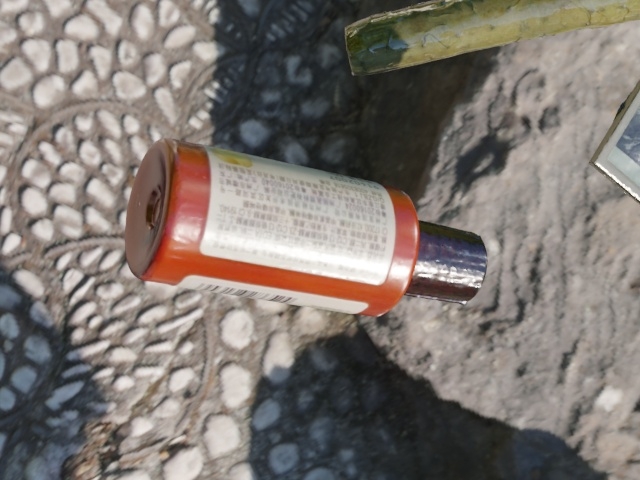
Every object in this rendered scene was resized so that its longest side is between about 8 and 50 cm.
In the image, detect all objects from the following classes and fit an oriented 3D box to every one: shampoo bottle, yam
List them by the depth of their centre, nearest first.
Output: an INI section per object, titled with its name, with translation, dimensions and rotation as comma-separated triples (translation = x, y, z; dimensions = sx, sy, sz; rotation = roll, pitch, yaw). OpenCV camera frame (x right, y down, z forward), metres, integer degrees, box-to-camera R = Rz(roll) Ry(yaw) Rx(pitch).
[shampoo bottle]
translation = 0.000, 0.000, 0.820
dimensions = 0.278, 0.104, 0.104
rotation = 11, 65, -26
[yam]
translation = 0.211, -0.252, 1.207
dimensions = 0.371, 0.083, 0.083
rotation = -12, 72, 3

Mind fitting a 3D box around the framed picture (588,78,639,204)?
[framed picture]
translation = 0.484, -0.161, 1.398
dimensions = 0.209, 0.019, 0.281
rotation = 32, 86, -23
